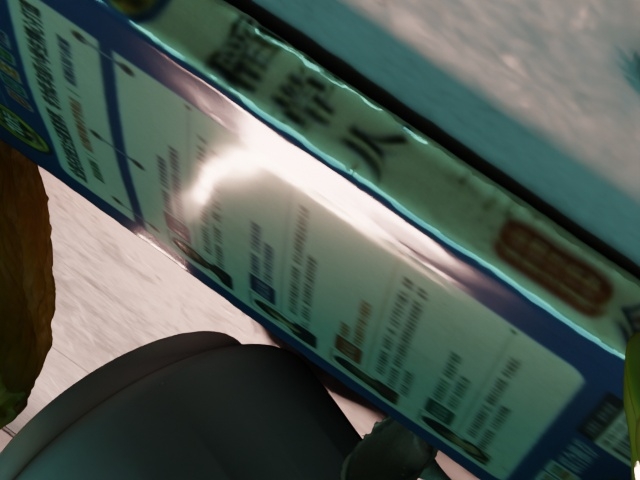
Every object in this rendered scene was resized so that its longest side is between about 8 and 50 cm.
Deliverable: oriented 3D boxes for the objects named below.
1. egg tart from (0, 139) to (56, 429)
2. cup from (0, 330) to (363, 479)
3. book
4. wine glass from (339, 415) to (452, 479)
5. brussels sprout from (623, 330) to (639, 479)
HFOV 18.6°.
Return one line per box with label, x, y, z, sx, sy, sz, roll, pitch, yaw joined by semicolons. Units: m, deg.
egg tart;-0.217;0.012;1.067;0.128;0.319;0.319;-9;155;5
cup;0.001;0.222;1.114;0.327;0.323;0.237;51;135;26
book;0.000;0.000;0.827;0.428;0.039;0.300;35;165;7
wine glass;0.127;0.183;1.050;0.262;0.074;0.074;41;165;-23
brussels sprout;0.164;0.058;0.381;0.223;0.161;0.223;28;168;7
